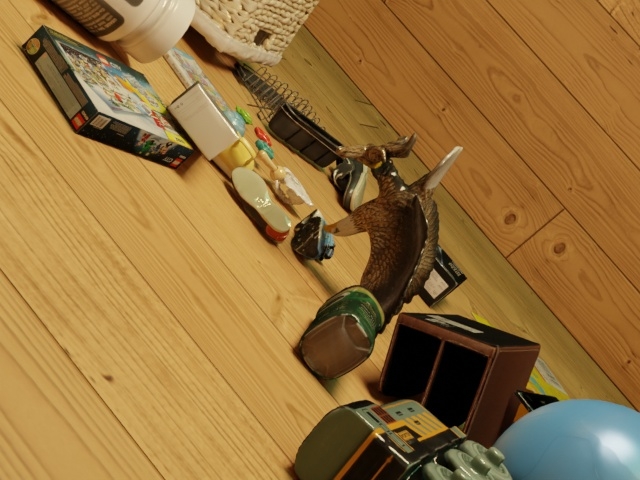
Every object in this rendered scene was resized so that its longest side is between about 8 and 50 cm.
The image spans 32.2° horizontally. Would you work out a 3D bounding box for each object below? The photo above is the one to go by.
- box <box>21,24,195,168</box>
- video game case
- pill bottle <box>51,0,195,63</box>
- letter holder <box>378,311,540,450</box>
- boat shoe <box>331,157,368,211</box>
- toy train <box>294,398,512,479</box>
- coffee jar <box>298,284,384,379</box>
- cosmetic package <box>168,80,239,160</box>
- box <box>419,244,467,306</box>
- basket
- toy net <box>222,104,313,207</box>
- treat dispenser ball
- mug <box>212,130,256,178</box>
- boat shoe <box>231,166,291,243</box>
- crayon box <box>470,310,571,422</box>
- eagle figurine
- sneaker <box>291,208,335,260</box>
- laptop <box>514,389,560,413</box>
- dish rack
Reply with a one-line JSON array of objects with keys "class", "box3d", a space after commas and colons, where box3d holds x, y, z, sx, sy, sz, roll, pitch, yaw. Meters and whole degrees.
[{"class": "box", "box3d": [-0.282, -0.189, 1.506, 0.159, 0.044, 0.233, 54, 15, 22]}, {"class": "video game case", "box3d": [-0.225, -0.289, 2.012, 0.166, 0.015, 0.119, 54, 15, 23]}, {"class": "pill bottle", "box3d": [-0.338, -0.407, 1.690, 0.283, 0.161, 0.161, 39, 17, -35]}, {"class": "letter holder", "box3d": [0.199, 0.233, 1.666, 0.152, 0.214, 0.302, 19, 3, 22]}, {"class": "boat shoe", "box3d": [0.059, -0.122, 2.346, 0.079, 0.084, 0.233, 9, 25, 1]}, {"class": "toy train", "box3d": [0.100, 0.264, 1.270, 0.190, 0.142, 0.334, 42, 11, 17]}, {"class": "coffee jar", "box3d": [0.033, 0.121, 1.513, 0.079, 0.096, 0.184, 55, 14, -4]}, {"class": "cosmetic package", "box3d": [-0.177, -0.183, 1.673, 0.099, 0.060, 0.239, 51, 1, -10]}, {"class": "box", "box3d": [0.211, 0.041, 2.311, 0.180, 0.077, 0.147, 50, 13, 8]}, {"class": "basket", "box3d": [-0.188, -0.572, 2.310, 0.331, 0.266, 0.328, 41, 13, 12]}, {"class": "toy net", "box3d": [-0.097, -0.139, 1.943, 0.232, 0.045, 0.122, 51, 12, 4]}, {"class": "treat dispenser ball", "box3d": [0.344, 0.349, 1.431, 0.288, 0.288, 0.288, 45, 14, -14]}, {"class": "mug", "box3d": [-0.137, -0.130, 1.756, 0.064, 0.062, 0.078, 55, -4, -9]}, {"class": "boat shoe", "box3d": [-0.095, -0.055, 1.719, 0.137, 0.049, 0.043, 50, -29, 17]}, {"class": "crayon box", "box3d": [0.391, 0.280, 2.201, 0.318, 0.081, 0.202, 35, 19, -46]}, {"class": "eagle figurine", "box3d": [0.106, -0.005, 1.708, 0.226, 0.225, 0.298, -13, 93, -31]}, {"class": "sneaker", "box3d": [0.000, 0.000, 1.816, 0.073, 0.063, 0.162, 49, 14, -10]}, {"class": "laptop", "box3d": [0.372, 0.382, 1.745, 0.264, 0.136, 0.234, 54, 14, 23]}, {"class": "dish rack", "box3d": [-0.071, -0.279, 2.333, 0.208, 0.074, 0.271, 34, 19, -47]}]
